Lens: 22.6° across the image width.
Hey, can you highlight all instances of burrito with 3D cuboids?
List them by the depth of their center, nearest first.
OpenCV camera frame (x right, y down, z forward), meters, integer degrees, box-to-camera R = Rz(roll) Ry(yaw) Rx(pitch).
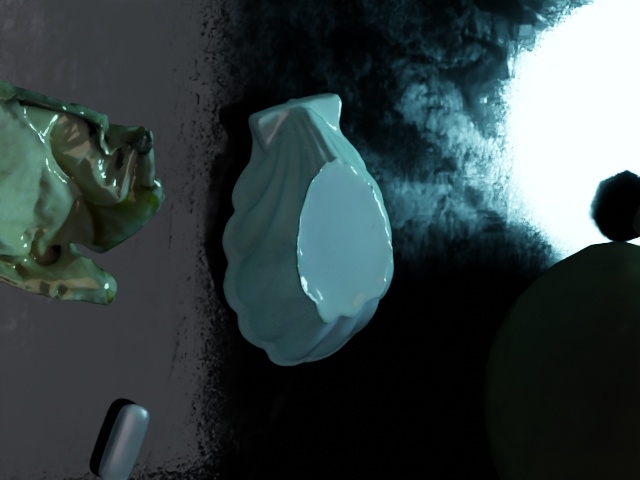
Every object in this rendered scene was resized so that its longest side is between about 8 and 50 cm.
[{"bbox_3d":[-0.306,-0.057,1.413,0.332,0.135,0.190,13,102,-37],"label":"burrito"}]

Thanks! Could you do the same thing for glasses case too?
[{"bbox_3d":[-0.197,0.204,1.604,0.032,0.021,0.083,19,89,-31],"label":"glasses case"}]

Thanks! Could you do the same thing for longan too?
[{"bbox_3d":[0.361,0.192,1.780,0.404,0.336,0.404,34,44,-42],"label":"longan"}]

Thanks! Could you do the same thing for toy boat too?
[{"bbox_3d":[0.000,0.000,1.643,0.199,0.100,0.290,-20,112,-28],"label":"toy boat"}]

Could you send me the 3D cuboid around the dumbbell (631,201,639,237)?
[{"bbox_3d":[0.482,-0.001,1.960,0.231,0.082,0.092,22,87,-34],"label":"dumbbell"}]
